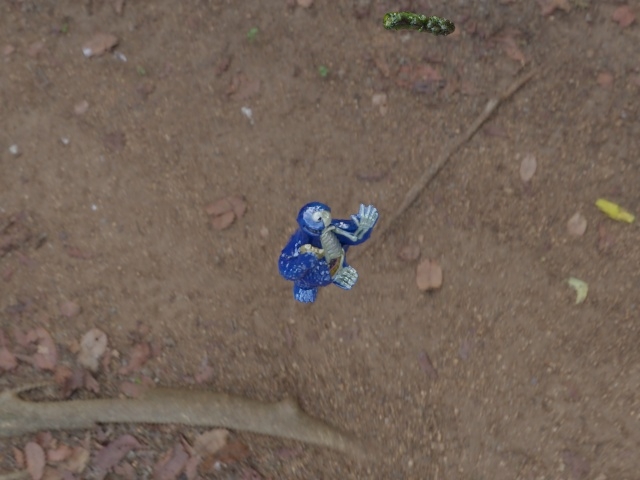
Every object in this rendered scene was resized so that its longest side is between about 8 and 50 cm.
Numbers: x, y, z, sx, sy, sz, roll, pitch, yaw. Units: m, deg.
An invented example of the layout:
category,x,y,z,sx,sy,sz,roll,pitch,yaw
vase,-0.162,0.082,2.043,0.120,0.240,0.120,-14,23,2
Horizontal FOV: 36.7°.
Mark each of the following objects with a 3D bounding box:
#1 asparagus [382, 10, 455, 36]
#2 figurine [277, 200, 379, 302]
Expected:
category,x,y,z,sx,sy,sz,roll,pitch,yaw
asparagus,0.178,-0.378,1.687,0.030,0.165,0.036,17,105,51
figurine,-0.007,0.006,1.691,0.164,0.262,0.121,-21,61,-22
